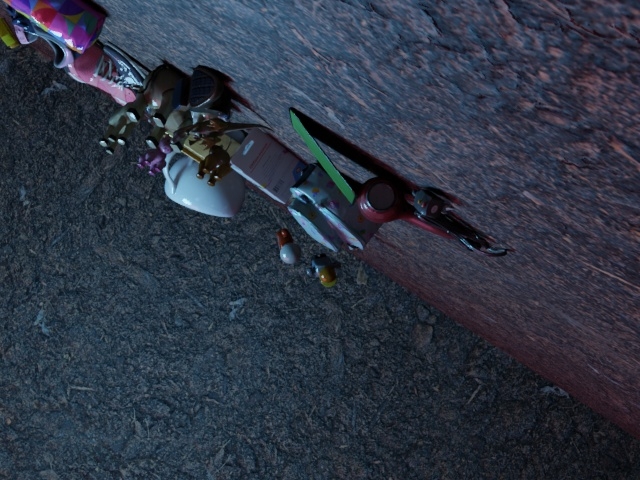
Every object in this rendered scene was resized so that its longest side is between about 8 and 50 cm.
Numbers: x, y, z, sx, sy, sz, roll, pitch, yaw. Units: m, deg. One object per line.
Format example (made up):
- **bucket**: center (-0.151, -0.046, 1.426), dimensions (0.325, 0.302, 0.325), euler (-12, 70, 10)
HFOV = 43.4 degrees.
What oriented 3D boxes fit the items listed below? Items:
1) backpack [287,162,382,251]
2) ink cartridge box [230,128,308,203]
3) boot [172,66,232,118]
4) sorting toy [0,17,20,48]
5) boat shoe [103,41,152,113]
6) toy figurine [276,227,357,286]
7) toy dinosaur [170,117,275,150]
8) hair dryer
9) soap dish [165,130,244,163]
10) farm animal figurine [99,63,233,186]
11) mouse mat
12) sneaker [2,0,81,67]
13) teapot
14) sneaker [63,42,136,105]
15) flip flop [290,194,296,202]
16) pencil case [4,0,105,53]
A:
- **backpack**: center (0.034, -0.059, 1.715), dimensions (0.188, 0.144, 0.166), euler (28, 169, 26)
- **ink cartridge box**: center (-0.127, -0.176, 1.830), dimensions (0.181, 0.104, 0.061), euler (37, 175, -36)
- **boot**: center (-0.202, -0.281, 1.546), dimensions (0.106, 0.082, 0.219), euler (7, -179, -28)
- **sorting toy**: center (-0.704, -0.520, 1.594), dimensions (0.307, 0.041, 0.229), euler (63, 172, -20)
- **boat shoe**: center (-0.472, -0.403, 2.005), dimensions (0.206, 0.065, 0.075), euler (47, 175, -26)
- **toy figurine**: center (0.000, 0.000, 2.248), dimensions (0.209, 0.213, 0.148), euler (36, -170, -24)
- **toy dinosaur**: center (-0.201, -0.227, 1.618), dimensions (0.211, 0.064, 0.112), euler (-3, -159, 1)
- **hair dryer**: center (0.160, -0.033, 1.398), dimensions (0.223, 0.080, 0.293), euler (35, 177, -36)
- **soap dish**: center (-0.309, -0.269, 2.105), dimensions (0.229, 0.118, 0.291), euler (34, 176, -3)
- **farm animal figurine**: center (-0.343, -0.283, 1.833), dimensions (0.330, 0.172, 0.327), euler (19, 157, 6)
- **mouse mat**: center (0.004, -0.143, 1.402), dimensions (0.189, 0.007, 0.152), euler (54, 178, 3)
- **sneaker**: center (-0.629, -0.497, 1.717), dimensions (0.319, 0.131, 0.112), euler (39, 173, -40)
- **teapot**: center (-0.328, -0.191, 2.357), dimensions (0.253, 0.187, 0.256), euler (18, -168, -7)
- **sneaker**: center (-0.537, -0.439, 2.130), dimensions (0.136, 0.116, 0.314), euler (19, 176, 32)
- **flip flop**: center (-0.025, -0.110, 2.032), dimensions (0.277, 0.080, 0.112), euler (33, 177, 6)
- **pencil case**: center (-0.540, -0.471, 1.580), dimensions (0.236, 0.104, 0.104), euler (34, 177, -18)
